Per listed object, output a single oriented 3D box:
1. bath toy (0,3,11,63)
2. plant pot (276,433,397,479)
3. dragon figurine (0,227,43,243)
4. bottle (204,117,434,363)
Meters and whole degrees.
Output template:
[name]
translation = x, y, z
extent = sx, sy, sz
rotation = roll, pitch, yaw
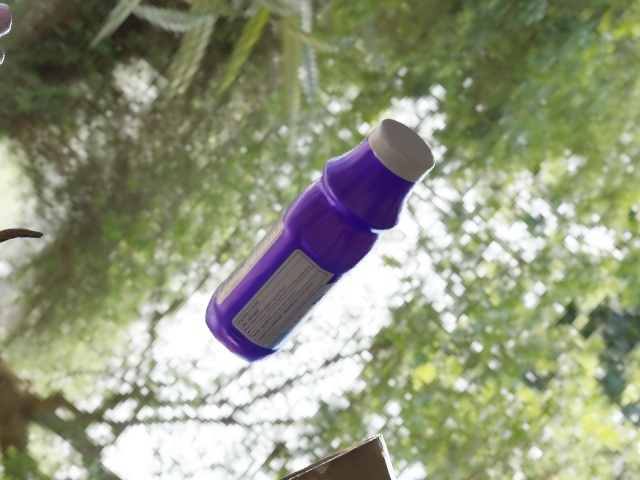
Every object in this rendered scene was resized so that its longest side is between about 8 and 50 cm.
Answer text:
[bath toy]
translation = -0.342, -0.247, 1.288
extent = 0.348, 0.129, 0.151
rotation = -64, -142, 41
[plant pot]
translation = 0.006, 0.376, 1.424
extent = 0.257, 0.274, 0.256
rotation = -25, 172, -4
[dragon figurine]
translation = -0.328, 0.110, 1.095
extent = 0.289, 0.085, 0.144
rotation = -64, 180, -30
[bottle]
translation = 0.000, 0.000, 1.364
extent = 0.283, 0.092, 0.118
rotation = -48, 180, 27
